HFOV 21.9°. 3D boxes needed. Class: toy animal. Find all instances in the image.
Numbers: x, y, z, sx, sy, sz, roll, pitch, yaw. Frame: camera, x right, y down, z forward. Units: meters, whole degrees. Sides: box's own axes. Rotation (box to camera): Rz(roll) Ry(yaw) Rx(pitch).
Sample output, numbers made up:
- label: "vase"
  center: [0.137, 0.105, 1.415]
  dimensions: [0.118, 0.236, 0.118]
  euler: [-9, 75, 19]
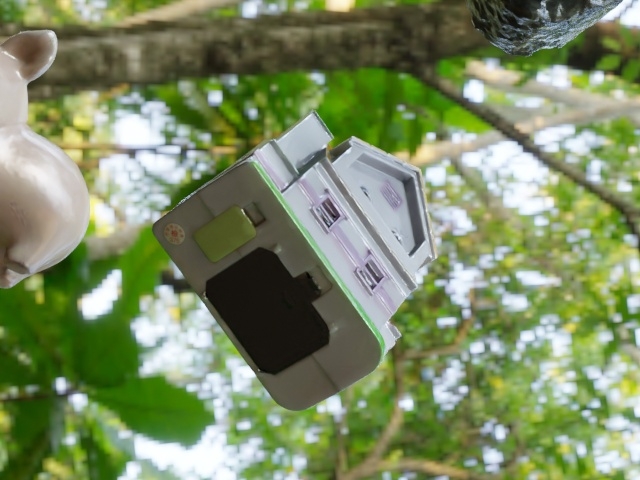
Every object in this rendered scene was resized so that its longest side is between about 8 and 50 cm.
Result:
- label: "toy animal"
  center: [-0.419, -0.109, 2.036]
  dimensions: [0.237, 0.326, 0.269]
  euler: [-23, -141, 45]

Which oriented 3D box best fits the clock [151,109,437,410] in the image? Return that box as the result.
- label: "clock"
  center: [0.000, 0.000, 1.690]
  dimensions: [0.166, 0.309, 0.235]
  euler: [-32, -83, 30]

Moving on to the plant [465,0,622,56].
- label: "plant"
  center: [0.222, -0.272, 1.531]
  dimensions: [0.146, 0.149, 0.274]
  euler: [61, -15, 3]
